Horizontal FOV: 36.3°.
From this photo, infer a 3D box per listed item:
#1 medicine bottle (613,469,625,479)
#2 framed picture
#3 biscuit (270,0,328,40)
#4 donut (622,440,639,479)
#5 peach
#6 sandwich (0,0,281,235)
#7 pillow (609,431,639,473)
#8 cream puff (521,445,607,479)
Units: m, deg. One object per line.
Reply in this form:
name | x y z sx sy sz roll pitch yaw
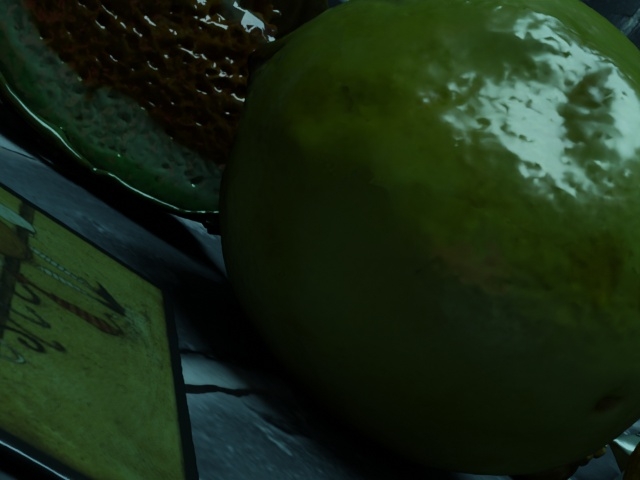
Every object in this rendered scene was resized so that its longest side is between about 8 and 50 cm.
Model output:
medicine bottle | 0.332 0.276 0.971 0.091 0.058 0.058 38 7 1
framed picture | -0.193 -0.019 0.402 0.339 0.014 0.255 36 7 -19
biscuit | -0.155 -0.316 1.202 0.394 0.350 0.070 27 26 -33
donut | 0.378 0.243 0.833 0.254 0.118 0.253 17 -25 8
peach | 0.089 -0.008 0.657 0.316 0.314 0.281 12 -24 -9
sandwich | -0.140 -0.136 0.745 0.292 0.212 0.109 20 -1 -24
pillow | 0.476 0.327 1.128 0.312 0.119 0.310 41 11 26
cream puff | 0.191 0.142 0.894 0.165 0.115 0.150 43 13 30
